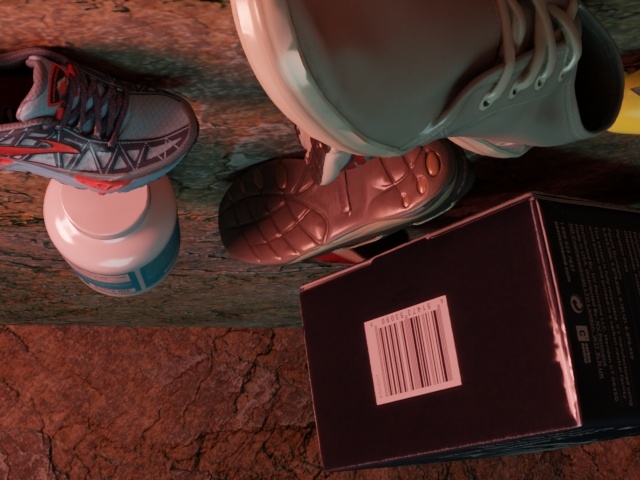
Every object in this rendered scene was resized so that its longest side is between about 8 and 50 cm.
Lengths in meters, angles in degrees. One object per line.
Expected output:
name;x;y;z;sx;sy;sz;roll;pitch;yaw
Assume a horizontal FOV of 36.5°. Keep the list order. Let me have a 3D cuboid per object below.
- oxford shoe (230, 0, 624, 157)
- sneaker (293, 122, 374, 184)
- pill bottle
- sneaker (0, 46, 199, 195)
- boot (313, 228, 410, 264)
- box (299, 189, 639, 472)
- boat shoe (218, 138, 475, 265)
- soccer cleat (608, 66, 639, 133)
oxford shoe;0.096;-0.136;0.636;0.130;0.169;0.449;-7;176;32
sneaker;0.049;-0.135;0.861;0.118;0.107;0.279;-20;175;-13
pill bottle;-0.238;-0.023;1.127;0.146;0.146;0.264;-2;168;-8
sneaker;-0.227;-0.106;0.836;0.261;0.104;0.125;1;166;-21
boot;0.000;0.000;1.485;0.244;0.088;0.176;10;165;-28
box;0.305;0.155;1.418;0.471;0.297;0.480;3;161;-39
boat shoe;0.029;-0.039;1.174;0.355;0.132;0.130;-11;166;37
soccer cleat;0.399;-0.121;0.898;0.289;0.121;0.093;-6;169;11
